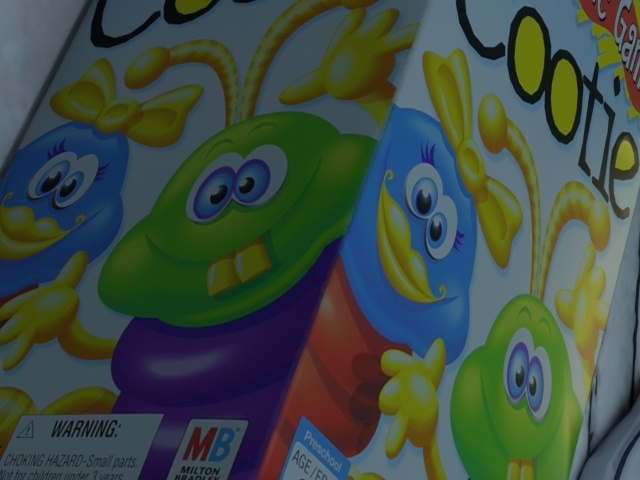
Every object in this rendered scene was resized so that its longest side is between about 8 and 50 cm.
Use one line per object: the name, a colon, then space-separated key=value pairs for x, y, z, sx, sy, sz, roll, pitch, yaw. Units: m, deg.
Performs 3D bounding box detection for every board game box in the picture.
board game box: x=0.000 y=0.000 z=0.532 sx=0.144 sy=0.142 sz=0.275 roll=51 pitch=47 yaw=-40

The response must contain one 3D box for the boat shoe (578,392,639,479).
boat shoe: x=0.187 y=0.119 z=0.849 sx=0.083 sy=0.076 sz=0.226 roll=61 pitch=40 yaw=-30
